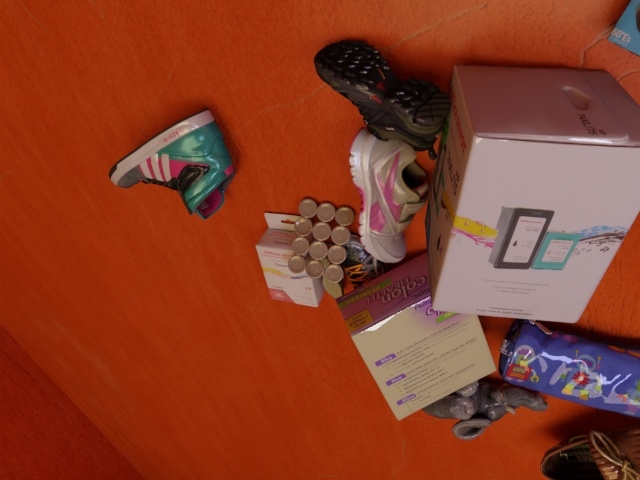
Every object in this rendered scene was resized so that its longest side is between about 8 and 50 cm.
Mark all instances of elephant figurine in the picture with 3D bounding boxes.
[{"bbox_3d":[0.329,0.348,1.001,0.239,0.169,0.186,37,166,-29],"label":"elephant figurine"}]

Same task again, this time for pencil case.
[{"bbox_3d":[0.478,0.225,0.831,0.306,0.119,0.133,12,109,18],"label":"pencil case"}]

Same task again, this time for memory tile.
[{"bbox_3d":[0.000,0.000,0.884,0.113,0.012,0.148,12,92,13],"label":"memory tile"}]

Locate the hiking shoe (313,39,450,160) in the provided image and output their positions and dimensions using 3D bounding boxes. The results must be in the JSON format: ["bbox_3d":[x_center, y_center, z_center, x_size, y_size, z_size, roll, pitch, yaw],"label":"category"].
[{"bbox_3d":[0.074,-0.194,0.660,0.227,0.086,0.114,43,160,26],"label":"hiking shoe"}]

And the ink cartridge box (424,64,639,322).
[{"bbox_3d":[0.257,-0.061,0.607,0.197,0.198,0.270,4,131,5],"label":"ink cartridge box"}]

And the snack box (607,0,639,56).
[{"bbox_3d":[0.450,-0.194,0.397,0.322,0.060,0.187,50,144,31],"label":"snack box"}]

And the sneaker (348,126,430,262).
[{"bbox_3d":[0.124,-0.063,0.766,0.111,0.103,0.252,5,131,25],"label":"sneaker"}]

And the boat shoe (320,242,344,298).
[{"bbox_3d":[0.027,0.068,0.971,0.049,0.043,0.137,10,134,37],"label":"boat shoe"}]

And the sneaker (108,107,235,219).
[{"bbox_3d":[-0.276,-0.118,0.913,0.295,0.124,0.178,-19,109,36],"label":"sneaker"}]

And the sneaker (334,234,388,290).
[{"bbox_3d":[0.094,0.079,0.920,0.084,0.083,0.215,-20,116,40],"label":"sneaker"}]

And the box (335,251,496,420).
[{"bbox_3d":[0.179,0.176,0.868,0.213,0.117,0.243,-28,120,1],"label":"box"}]

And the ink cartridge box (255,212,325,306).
[{"bbox_3d":[-0.062,0.042,0.976,0.115,0.067,0.198,6,130,22],"label":"ink cartridge box"}]

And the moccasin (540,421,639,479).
[{"bbox_3d":[0.572,0.418,0.886,0.147,0.139,0.380,-9,162,-21],"label":"moccasin"}]
